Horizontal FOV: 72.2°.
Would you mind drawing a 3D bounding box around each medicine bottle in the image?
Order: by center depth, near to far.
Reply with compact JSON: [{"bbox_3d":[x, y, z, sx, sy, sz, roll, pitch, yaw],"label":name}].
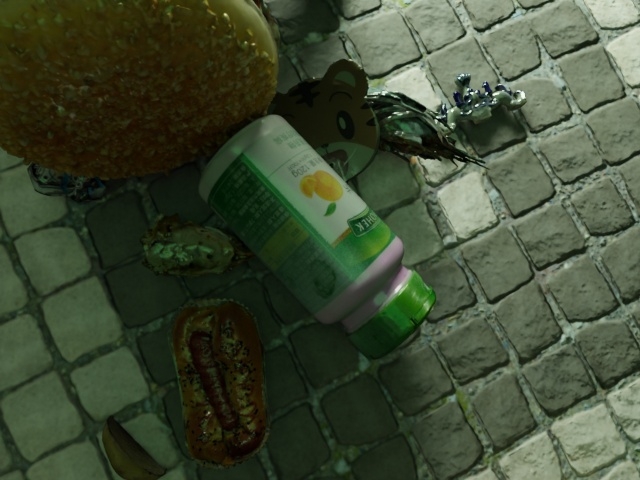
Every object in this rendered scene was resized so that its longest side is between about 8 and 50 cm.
[{"bbox_3d":[0.000,0.000,0.496,0.133,0.133,0.274,-43,89,-8],"label":"medicine bottle"}]

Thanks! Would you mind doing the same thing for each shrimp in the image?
[{"bbox_3d":[0.099,-0.138,0.538,0.232,0.090,0.079,26,61,13],"label":"shrimp"}]

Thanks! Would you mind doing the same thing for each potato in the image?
[{"bbox_3d":[-0.223,0.248,0.497,0.093,0.037,0.036,45,87,1],"label":"potato"}]

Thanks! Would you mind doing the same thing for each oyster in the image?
[{"bbox_3d":[-0.152,0.016,0.534,0.132,0.029,0.086,28,88,-4],"label":"oyster"}]

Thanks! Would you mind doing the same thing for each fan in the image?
[{"bbox_3d":[0.014,-0.092,0.541,0.152,0.008,0.227,-17,99,23],"label":"fan"}]

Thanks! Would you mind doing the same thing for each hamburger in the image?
[{"bbox_3d":[-0.188,-0.169,0.424,0.301,0.302,0.170,-22,72,-7],"label":"hamburger"}]

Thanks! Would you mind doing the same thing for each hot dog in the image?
[{"bbox_3d":[-0.115,0.160,0.507,0.108,0.059,0.191,-10,86,-1],"label":"hot dog"}]

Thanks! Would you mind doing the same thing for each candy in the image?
[{"bbox_3d":[-0.322,-0.154,0.534,0.093,0.051,0.227,-17,86,-17],"label":"candy"}]

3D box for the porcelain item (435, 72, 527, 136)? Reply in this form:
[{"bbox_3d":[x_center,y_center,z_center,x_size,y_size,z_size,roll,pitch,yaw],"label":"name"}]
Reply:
[{"bbox_3d":[0.203,-0.193,0.590,0.136,0.021,0.075,-23,81,-7],"label":"porcelain item"}]
